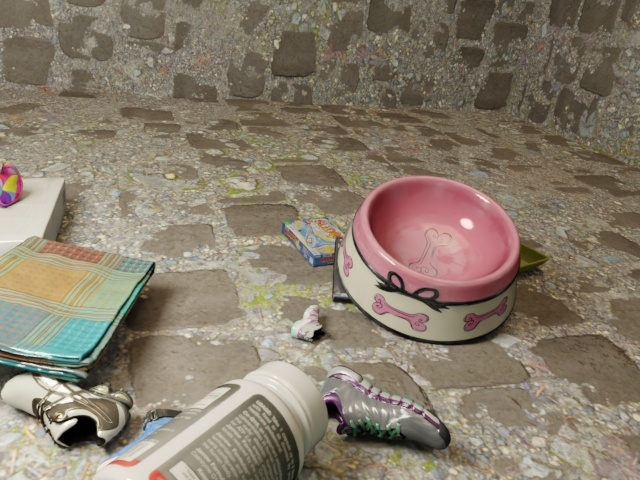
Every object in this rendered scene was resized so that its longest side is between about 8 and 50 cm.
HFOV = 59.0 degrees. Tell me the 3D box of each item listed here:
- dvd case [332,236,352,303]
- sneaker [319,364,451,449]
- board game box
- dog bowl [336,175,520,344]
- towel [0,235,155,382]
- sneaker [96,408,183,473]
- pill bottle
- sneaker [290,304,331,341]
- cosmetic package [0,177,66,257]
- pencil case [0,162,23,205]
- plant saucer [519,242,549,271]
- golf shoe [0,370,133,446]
[{"bbox_3d":[0.149,0.074,1.287,0.239,0.029,0.179,6,47,-2],"label":"dvd case"},{"bbox_3d":[0.085,0.284,0.877,0.224,0.083,0.098,20,48,33],"label":"sneaker"},{"bbox_3d":[0.000,0.000,1.468,0.136,0.035,0.201,-7,29,-27],"label":"board game box"},{"bbox_3d":[0.244,0.017,1.228,0.409,0.150,0.407,4,44,-4],"label":"dog bowl"},{"bbox_3d":[-0.462,0.092,0.968,0.272,0.040,0.370,13,22,-4],"label":"towel"},{"bbox_3d":[-0.242,0.281,0.784,0.152,0.058,0.085,-8,35,-37],"label":"sneaker"},{"bbox_3d":[-0.122,0.277,0.709,0.161,0.161,0.283,22,29,29],"label":"pill bottle"},{"bbox_3d":[-0.007,0.169,1.116,0.069,0.038,0.098,19,37,20],"label":"sneaker"},{"bbox_3d":[-0.753,-0.040,1.279,0.285,0.097,0.377,1,26,-17],"label":"cosmetic package"},{"bbox_3d":[-0.791,-0.139,1.261,0.237,0.104,0.104,9,25,9],"label":"pencil case"},{"bbox_3d":[0.470,0.041,1.497,0.189,0.045,0.188,-12,31,-33],"label":"plant saucer"},{"bbox_3d":[-0.378,0.242,0.813,0.198,0.077,0.094,8,26,3],"label":"golf shoe"}]
